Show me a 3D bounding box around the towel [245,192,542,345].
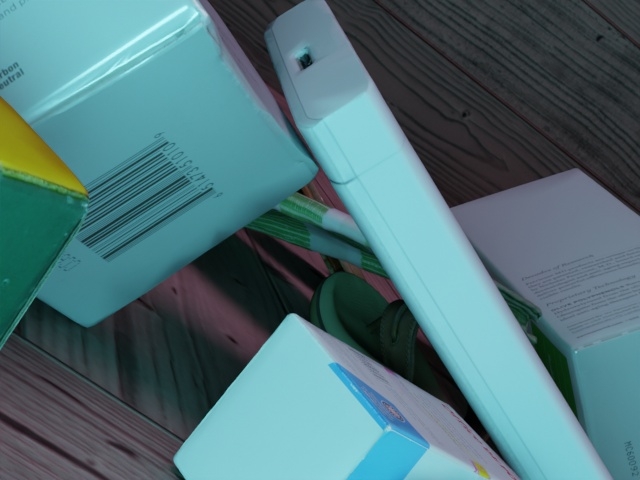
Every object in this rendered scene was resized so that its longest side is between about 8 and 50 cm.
[{"bbox_3d":[0.001,-0.005,1.224,0.325,0.038,0.248,24,-2,21],"label":"towel"}]

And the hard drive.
[{"bbox_3d":[0.083,0.040,0.918,0.353,0.047,0.233,57,5,-20],"label":"hard drive"}]

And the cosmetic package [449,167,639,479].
[{"bbox_3d":[0.242,0.089,1.419,0.365,0.155,0.197,-127,-159,-69],"label":"cosmetic package"}]

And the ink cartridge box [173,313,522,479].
[{"bbox_3d":[0.025,0.115,0.734,0.143,0.090,0.092,33,9,-42],"label":"ink cartridge box"}]

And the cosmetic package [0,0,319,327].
[{"bbox_3d":[-0.178,-0.169,0.794,0.385,0.156,0.217,58,3,20],"label":"cosmetic package"}]

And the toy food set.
[{"bbox_3d":[0.000,0.000,1.446,0.192,0.039,0.132,61,1,-42],"label":"toy food set"}]

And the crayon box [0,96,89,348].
[{"bbox_3d":[-0.286,-0.104,0.450,0.363,0.106,0.313,43,15,34],"label":"crayon box"}]

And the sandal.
[{"bbox_3d":[0.082,0.097,1.136,0.120,0.086,0.303,35,7,-28],"label":"sandal"}]
